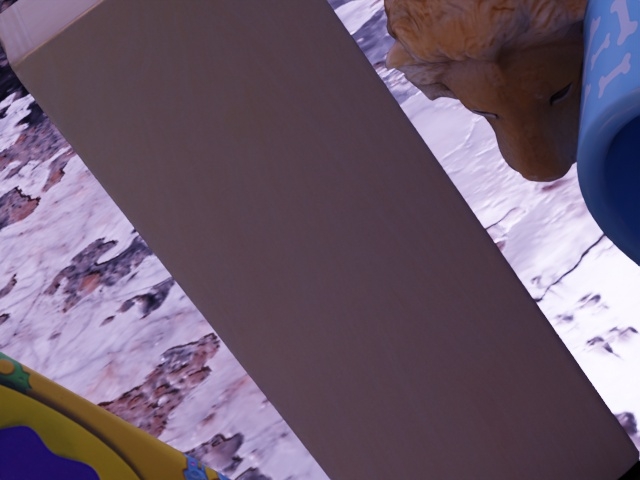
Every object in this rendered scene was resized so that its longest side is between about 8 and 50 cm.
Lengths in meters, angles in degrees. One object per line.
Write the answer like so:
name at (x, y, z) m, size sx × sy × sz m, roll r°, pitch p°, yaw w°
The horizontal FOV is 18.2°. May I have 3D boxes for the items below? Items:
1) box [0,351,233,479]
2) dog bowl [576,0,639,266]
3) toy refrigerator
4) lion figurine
box at (-0.152, 0.161, 0.494) m, size 0.279 × 0.290 × 0.177 m, roll -61°, pitch 0°, yaw 45°
dog bowl at (0.216, -0.049, 0.695) m, size 0.297 × 0.166 × 0.074 m, roll -14°, pitch 42°, yaw 43°
toy refrigerator at (0.000, 0.000, 0.753) m, size 0.102 × 0.269 × 0.094 m, roll -37°, pitch 22°, yaw -1°
lion figurine at (0.212, -0.173, 0.855) m, size 0.392 × 0.142 × 0.240 m, roll -36°, pitch -15°, yaw 17°
